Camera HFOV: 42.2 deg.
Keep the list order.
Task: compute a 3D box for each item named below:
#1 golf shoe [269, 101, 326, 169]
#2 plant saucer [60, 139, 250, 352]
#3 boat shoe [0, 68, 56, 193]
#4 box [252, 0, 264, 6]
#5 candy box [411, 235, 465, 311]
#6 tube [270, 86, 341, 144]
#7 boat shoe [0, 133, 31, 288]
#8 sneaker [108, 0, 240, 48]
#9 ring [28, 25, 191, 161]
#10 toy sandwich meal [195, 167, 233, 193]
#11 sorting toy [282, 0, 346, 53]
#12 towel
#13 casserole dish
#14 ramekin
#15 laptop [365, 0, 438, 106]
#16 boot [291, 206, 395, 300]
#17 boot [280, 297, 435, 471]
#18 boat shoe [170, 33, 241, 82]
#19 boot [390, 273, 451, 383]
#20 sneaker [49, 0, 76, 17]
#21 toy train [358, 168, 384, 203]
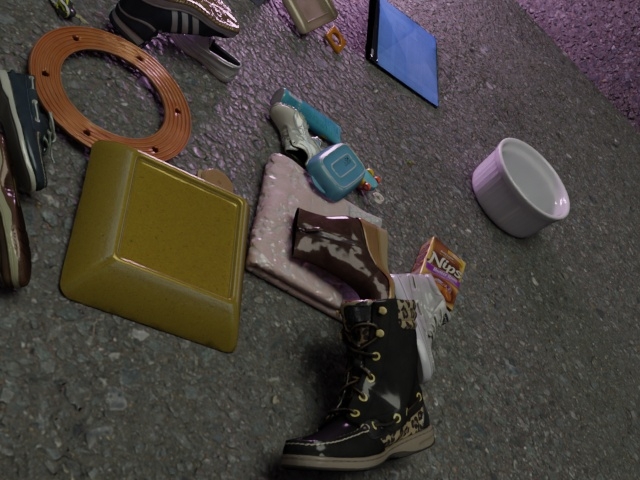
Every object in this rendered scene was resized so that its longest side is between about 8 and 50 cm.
[{"bbox_3d":[-0.062,-0.236,1.882,0.176,0.069,0.086,48,43,2],"label":"golf shoe"},{"bbox_3d":[-0.257,-0.007,1.455,0.333,0.081,0.332,24,50,-29],"label":"plant saucer"},{"bbox_3d":[-0.491,-0.187,1.400,0.079,0.095,0.254,-5,53,-34],"label":"boat shoe"},{"bbox_3d":[-0.176,-0.712,2.201,0.145,0.038,0.186,40,37,-11],"label":"box"},{"bbox_3d":[0.270,0.084,1.937,0.109,0.053,0.186,40,37,-9],"label":"candy box"},{"bbox_3d":[-0.024,-0.293,1.984,0.207,0.052,0.080,29,46,-32],"label":"tube"},{"bbox_3d":[-0.510,-0.038,1.272,0.095,0.095,0.257,-13,66,-12],"label":"boat shoe"},{"bbox_3d":[-0.316,-0.467,1.773,0.282,0.153,0.099,11,49,-47],"label":"sneaker"},{"bbox_3d":[-0.405,-0.279,1.611,0.337,0.032,0.336,26,44,-27],"label":"ring"},{"bbox_3d":[-0.212,-0.108,1.654,0.086,0.029,0.085,31,38,-28],"label":"toy sandwich meal"},{"bbox_3d":[-0.049,-0.654,2.245,0.347,0.047,0.196,60,39,-11],"label":"sorting toy"},{"bbox_3d":[0.000,0.000,1.747,0.317,0.053,0.331,31,40,-22],"label":"towel"},{"bbox_3d":[0.042,-0.159,1.856,0.114,0.037,0.188,53,35,-3],"label":"casserole dish"},{"bbox_3d":[0.559,-0.142,2.346,0.277,0.135,0.277,26,42,-27],"label":"ramekin"},{"bbox_3d":[0.258,-0.676,2.444,0.237,0.407,0.381,5,46,1],"label":"laptop"},{"bbox_3d":[0.038,0.057,1.651,0.207,0.090,0.248,12,56,-18],"label":"boot"},{"bbox_3d":[0.066,0.246,1.447,0.377,0.138,0.284,2,82,-47],"label":"boot"},{"bbox_3d":[-0.257,-0.433,1.860,0.184,0.063,0.066,43,38,-7],"label":"boat shoe"},{"bbox_3d":[0.224,0.175,1.751,0.124,0.095,0.258,-6,57,-17],"label":"boot"},{"bbox_3d":[-0.523,-0.482,1.676,0.035,0.031,0.083,-4,64,-61],"label":"sneaker"},{"bbox_3d":[0.067,-0.136,1.937,0.166,0.046,0.125,22,46,-26],"label":"toy train"}]
